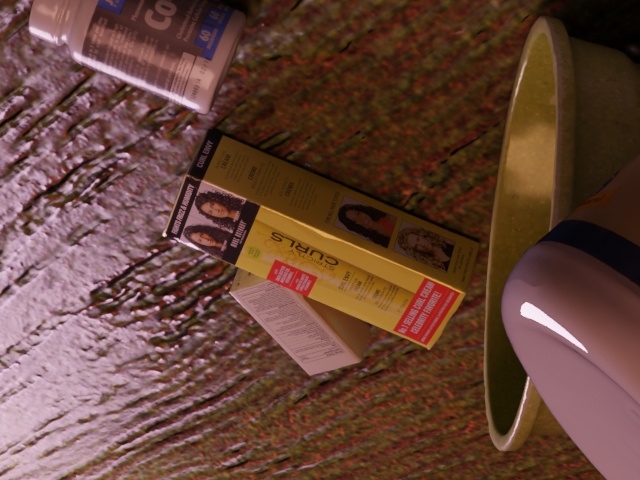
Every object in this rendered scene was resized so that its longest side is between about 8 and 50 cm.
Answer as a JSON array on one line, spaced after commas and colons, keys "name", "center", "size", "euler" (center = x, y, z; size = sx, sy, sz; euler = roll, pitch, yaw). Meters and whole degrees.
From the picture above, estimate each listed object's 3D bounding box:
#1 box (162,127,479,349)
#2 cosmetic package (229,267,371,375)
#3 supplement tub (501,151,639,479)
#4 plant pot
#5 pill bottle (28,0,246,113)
[{"name": "box", "center": [0.000, 0.000, 1.191], "size": [0.232, 0.058, 0.087], "euler": [23, 139, -4]}, {"name": "cosmetic package", "center": [-0.016, 0.058, 1.275], "size": [0.060, 0.041, 0.115], "euler": [-17, 127, 35]}, {"name": "supplement tub", "center": [0.271, 0.007, 0.746], "size": [0.228, 0.316, 0.228], "euler": [48, 172, 10]}, {"name": "plant pot", "center": [0.249, 0.008, 0.971], "size": [0.254, 0.276, 0.276], "euler": [6, 139, 0]}, {"name": "pill bottle", "center": [-0.128, -0.148, 1.064], "size": [0.137, 0.078, 0.078], "euler": [22, 140, -3]}]
